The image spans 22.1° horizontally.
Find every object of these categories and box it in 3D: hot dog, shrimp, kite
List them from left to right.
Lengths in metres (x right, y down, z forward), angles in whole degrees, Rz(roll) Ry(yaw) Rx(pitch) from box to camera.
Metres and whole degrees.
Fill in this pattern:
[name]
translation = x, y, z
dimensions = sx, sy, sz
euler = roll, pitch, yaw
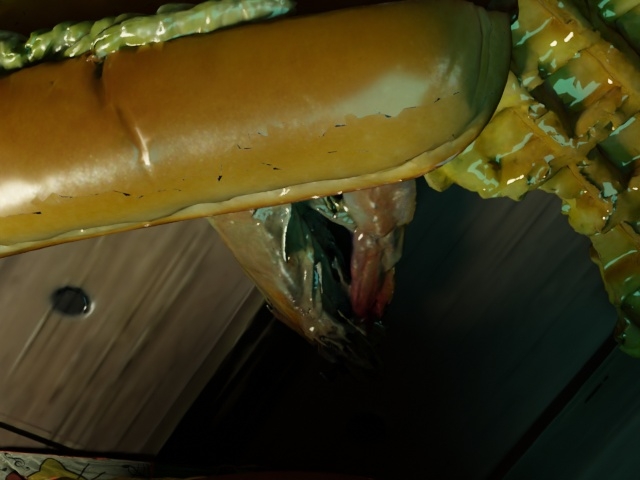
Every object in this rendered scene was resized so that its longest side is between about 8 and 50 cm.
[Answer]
[hot dog]
translation = -0.092, -0.061, 0.620
dimensions = 0.337, 0.135, 0.100
euler = -10, 130, 18
[kite]
translation = -0.088, 0.180, 0.890
dimensions = 0.198, 0.006, 0.244
euler = -33, 121, 20
[shrimp]
translation = 0.000, 0.000, 0.731
dimensions = 0.101, 0.042, 0.190
euler = -5, 131, 19

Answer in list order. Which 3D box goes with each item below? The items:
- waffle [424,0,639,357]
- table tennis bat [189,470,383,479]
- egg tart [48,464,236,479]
[waffle]
translation = 0.165, -0.062, 0.692
dimensions = 0.291, 0.051, 0.291
euler = -1, 128, -1
[table tennis bat]
translation = -0.081, 0.239, 0.692
dimensions = 0.414, 0.051, 0.268
euler = -30, 118, 13
[egg tart]
translation = -0.079, 0.260, 0.836
dimensions = 0.443, 0.178, 0.443
euler = -1, 124, -2
